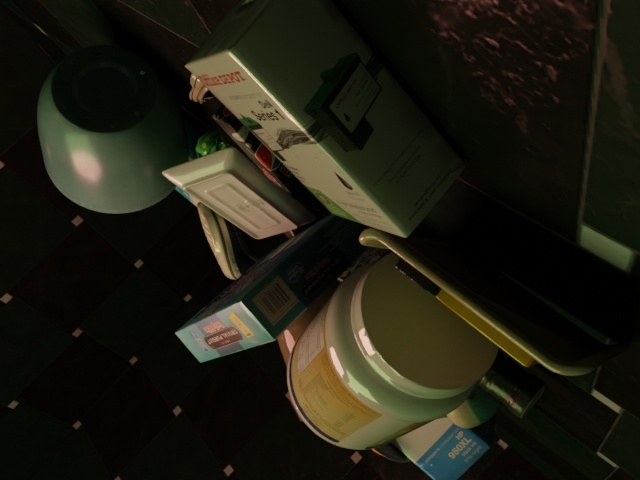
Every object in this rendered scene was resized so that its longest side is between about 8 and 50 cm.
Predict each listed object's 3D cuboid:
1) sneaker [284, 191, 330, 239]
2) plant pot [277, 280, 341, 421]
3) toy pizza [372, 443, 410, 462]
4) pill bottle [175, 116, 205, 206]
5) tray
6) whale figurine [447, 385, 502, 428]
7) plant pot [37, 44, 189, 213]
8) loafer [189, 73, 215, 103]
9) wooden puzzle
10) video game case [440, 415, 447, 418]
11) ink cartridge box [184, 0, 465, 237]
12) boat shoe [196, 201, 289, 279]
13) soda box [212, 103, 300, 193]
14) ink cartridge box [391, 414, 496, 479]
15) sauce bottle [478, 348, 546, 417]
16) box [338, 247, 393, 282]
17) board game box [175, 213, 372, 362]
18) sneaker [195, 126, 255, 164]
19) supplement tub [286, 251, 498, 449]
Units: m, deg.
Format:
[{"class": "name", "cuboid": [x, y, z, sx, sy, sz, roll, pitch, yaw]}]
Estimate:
[{"class": "sneaker", "cuboid": [-0.027, -0.030, 1.237, 0.271, 0.100, 0.108, 43, -174, 10]}, {"class": "plant pot", "cuboid": [0.014, 0.195, 1.239, 0.229, 0.263, 0.263, 57, 175, 9]}, {"class": "toy pizza", "cuboid": [0.136, 0.436, 1.442, 0.201, 0.032, 0.201, 32, -160, -13]}, {"class": "pill bottle", "cuboid": [-0.304, -0.188, 1.417, 0.264, 0.146, 0.146, 38, 172, 19]}, {"class": "tray", "cuboid": [-0.131, -0.066, 1.073, 0.145, 0.030, 0.270, -16, 150, 24]}, {"class": "whale figurine", "cuboid": [0.264, 0.227, 1.225, 0.272, 0.141, 0.216, 63, -174, 9]}, {"class": "plant pot", "cuboid": [-0.400, -0.231, 1.191, 0.293, 0.293, 0.235, 40, 157, 4]}, {"class": "loafer", "cuboid": [-0.171, -0.229, 0.935, 0.039, 0.045, 0.125, 34, 170, -5]}, {"class": "wooden puzzle", "cuboid": [0.175, 0.062, 0.628, 0.239, 0.044, 0.221, 34, -166, 31]}, {"class": "video game case", "cuboid": [0.243, 0.288, 1.374, 0.206, 0.026, 0.227, 8, -142, -44]}, {"class": "ink cartridge box", "cuboid": [-0.001, -0.116, 0.559, 0.219, 0.092, 0.160, 43, 171, -24]}, {"class": "boat shoe", "cuboid": [-0.142, 0.000, 1.391, 0.500, 0.156, 0.186, 52, -166, -73]}, {"class": "soda box", "cuboid": [-0.086, -0.147, 0.948, 0.060, 0.053, 0.169, 32, 170, 46]}, {"class": "ink cartridge box", "cuboid": [0.213, 0.341, 1.482, 0.395, 0.166, 0.285, 39, -158, 7]}, {"class": "sauce bottle", "cuboid": [0.217, 0.166, 1.066, 0.344, 0.111, 0.111, 35, 171, 29]}, {"class": "box", "cuboid": [0.080, 0.042, 1.072, 0.027, 0.094, 0.137, 42, 172, -15]}, {"class": "board game box", "cuboid": [-0.085, 0.082, 1.059, 0.079, 0.254, 0.336, 51, 148, -6]}, {"class": "sneaker", "cuboid": [-0.178, -0.148, 1.166, 0.123, 0.109, 0.295, 48, 165, -21]}, {"class": "supplement tub", "cuboid": [0.094, 0.164, 0.904, 0.228, 0.228, 0.316, 40, 147, 4]}]
